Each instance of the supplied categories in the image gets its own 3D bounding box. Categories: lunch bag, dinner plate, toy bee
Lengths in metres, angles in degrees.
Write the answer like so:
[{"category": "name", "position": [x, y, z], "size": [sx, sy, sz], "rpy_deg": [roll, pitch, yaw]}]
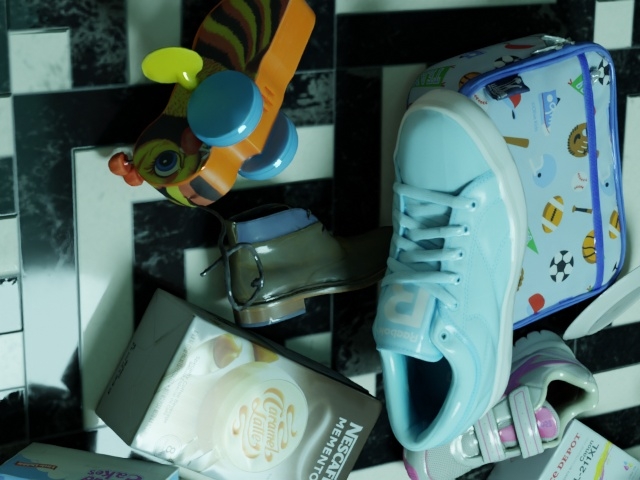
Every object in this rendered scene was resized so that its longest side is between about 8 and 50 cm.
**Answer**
[{"category": "lunch bag", "position": [0.220, -0.071, 1.510], "size": [0.243, 0.115, 0.303], "rpy_deg": [-18, 113, -28]}, {"category": "dinner plate", "position": [0.335, 0.072, 1.618], "size": [0.141, 0.017, 0.141], "rpy_deg": [-33, 160, -14]}, {"category": "toy bee", "position": [-0.114, -0.102, 1.291], "size": [0.298, 0.162, 0.195], "rpy_deg": [-66, 147, -37]}]

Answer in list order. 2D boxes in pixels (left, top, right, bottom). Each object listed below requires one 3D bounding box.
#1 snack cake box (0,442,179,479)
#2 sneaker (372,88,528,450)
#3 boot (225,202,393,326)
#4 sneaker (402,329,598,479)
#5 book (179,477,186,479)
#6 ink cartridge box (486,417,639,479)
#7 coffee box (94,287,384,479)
[{"category": "snack cake box", "position": [-0.223, 0.335, 1.329], "size": [0.089, 0.152, 0.264], "rpy_deg": [-36, 132, -71]}, {"category": "sneaker", "position": [0.116, 0.043, 1.374], "size": [0.150, 0.135, 0.366], "rpy_deg": [-39, 128, -51]}, {"category": "boot", "position": [0.000, 0.000, 1.414], "size": [0.219, 0.082, 0.106], "rpy_deg": [-24, 111, -32]}, {"category": "sneaker", "position": [0.204, 0.192, 1.572], "size": [0.252, 0.111, 0.103], "rpy_deg": [-33, 118, -19]}, {"category": "book", "position": [-0.174, 0.305, 1.432], "size": [0.096, 0.035, 0.144], "rpy_deg": [31, 86, -37]}, {"category": "ink cartridge box", "position": [0.298, 0.285, 1.676], "size": [0.175, 0.072, 0.127], "rpy_deg": [33, 86, -33]}, {"category": "coffee box", "position": [-0.076, 0.165, 1.406], "size": [0.246, 0.098, 0.141], "rpy_deg": [27, 90, -33]}]
